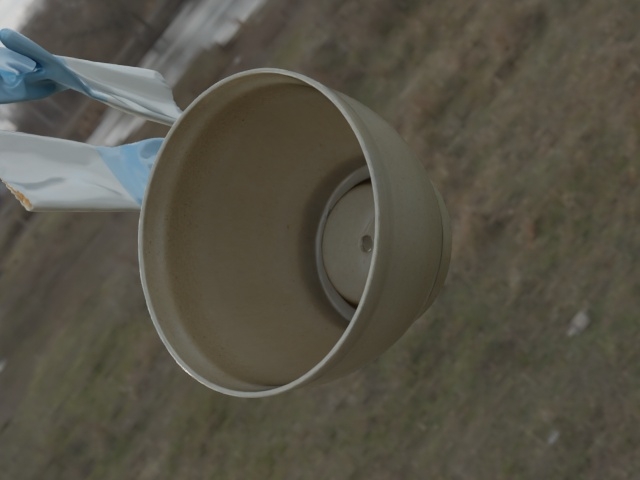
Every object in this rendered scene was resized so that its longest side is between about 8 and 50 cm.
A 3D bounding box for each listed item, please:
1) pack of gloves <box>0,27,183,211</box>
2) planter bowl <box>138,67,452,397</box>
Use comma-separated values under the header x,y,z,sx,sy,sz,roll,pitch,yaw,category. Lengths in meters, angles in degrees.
x,y,z,sx,sy,sz,roll,pitch,yaw,category
-0.142,-0.088,0.952,0.232,0.195,0.046,2,-55,-49,pack of gloves
0.000,0.000,0.734,0.109,0.162,0.162,7,-43,-48,planter bowl
